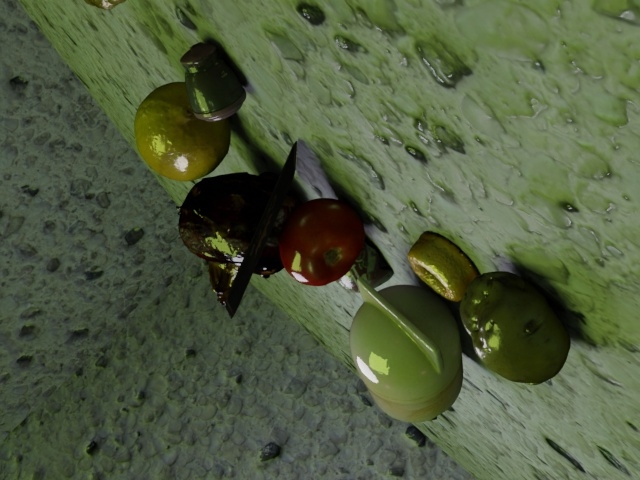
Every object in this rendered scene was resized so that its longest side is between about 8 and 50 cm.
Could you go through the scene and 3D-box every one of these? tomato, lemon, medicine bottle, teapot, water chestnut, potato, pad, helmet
[{"bbox_3d":[0.000,0.000,1.595,0.136,0.195,0.195,47,172,45],"label":"tomato"},{"bbox_3d":[-0.330,-0.260,1.795,0.236,0.236,0.263,40,144,25],"label":"lemon"},{"bbox_3d":[0.184,0.229,1.606,0.235,0.235,0.406,40,167,27],"label":"medicine bottle"},{"bbox_3d":[-0.219,-0.335,1.525,0.116,0.148,0.146,-3,127,26],"label":"teapot"},{"bbox_3d":[-0.204,-0.008,1.899,0.334,0.347,0.335,7,-178,0],"label":"water chestnut"},{"bbox_3d":[0.306,0.141,1.173,0.200,0.137,0.155,52,-163,-27],"label":"potato"},{"bbox_3d":[-0.095,-0.015,1.553,0.063,0.376,0.315,21,167,4],"label":"pad"},{"bbox_3d":[0.071,0.054,1.740,0.177,0.107,0.153,52,170,-26],"label":"helmet"}]

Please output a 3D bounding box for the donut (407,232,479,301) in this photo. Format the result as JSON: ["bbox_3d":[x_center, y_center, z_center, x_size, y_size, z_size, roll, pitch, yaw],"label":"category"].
[{"bbox_3d":[0.219,0.052,1.352,0.152,0.058,0.152,45,170,10],"label":"donut"}]

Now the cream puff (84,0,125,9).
[{"bbox_3d":[-0.463,-0.550,1.410,0.282,0.185,0.282,41,169,9],"label":"cream puff"}]
